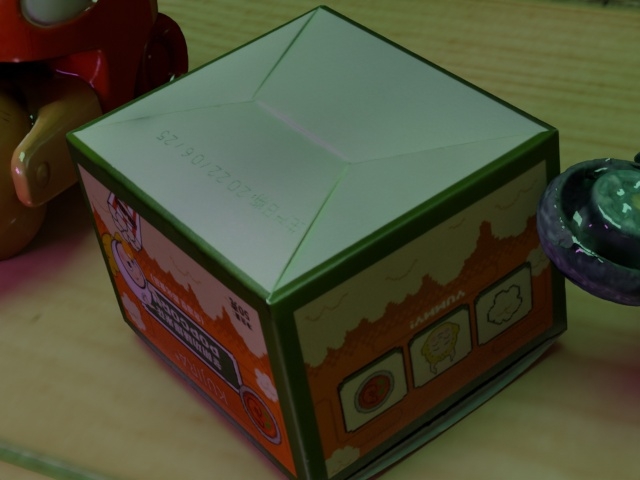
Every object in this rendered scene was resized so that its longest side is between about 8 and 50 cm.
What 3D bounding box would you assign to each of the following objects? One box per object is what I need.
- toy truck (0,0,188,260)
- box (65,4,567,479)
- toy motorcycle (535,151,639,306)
[{"bbox_3d":[-0.213,-0.125,0.851,0.189,0.265,0.239,5,32,22],"label":"toy truck"},{"bbox_3d":[0.000,0.000,0.719,0.177,0.148,0.195,-31,43,-23],"label":"box"},{"bbox_3d":[0.259,0.026,0.641,0.296,0.109,0.198,34,51,19],"label":"toy motorcycle"}]
